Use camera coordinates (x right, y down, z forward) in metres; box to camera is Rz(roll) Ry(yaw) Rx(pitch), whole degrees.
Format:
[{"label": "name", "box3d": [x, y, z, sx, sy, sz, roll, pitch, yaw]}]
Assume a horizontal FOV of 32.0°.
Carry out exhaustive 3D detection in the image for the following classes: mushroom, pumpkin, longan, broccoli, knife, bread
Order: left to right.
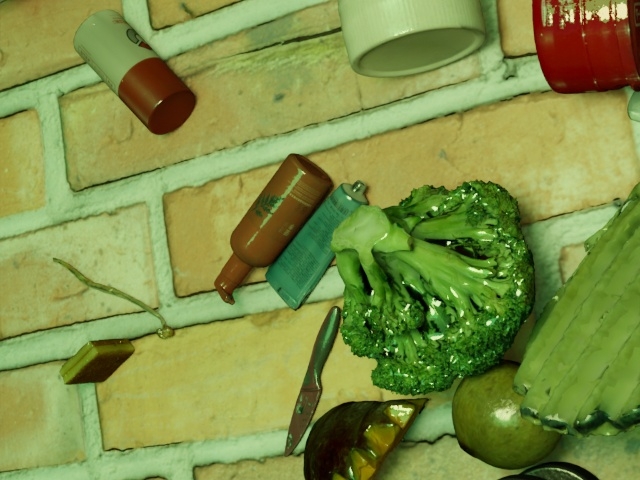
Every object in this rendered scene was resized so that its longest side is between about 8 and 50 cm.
[{"label": "bread", "box3d": [-0.364, 0.197, 1.823, 0.090, 0.094, 0.035, -43, 68, 22]}, {"label": "mushroom", "box3d": [-0.347, 0.088, 1.864, 0.286, 0.028, 0.026, 31, 144, 27]}, {"label": "knife", "box3d": [-0.010, 0.214, 1.676, 0.035, 0.018, 0.247, 21, 100, 25]}, {"label": "pumpkin", "box3d": [0.024, 0.300, 1.587, 0.149, 0.130, 0.254, 35, 105, 25]}, {"label": "broccoli", "box3d": [0.141, 0.049, 1.449, 0.307, 0.275, 0.308, -20, 53, 28]}, {"label": "longan", "box3d": [0.253, 0.217, 1.457, 0.176, 0.145, 0.155, -45, 46, -3]}]

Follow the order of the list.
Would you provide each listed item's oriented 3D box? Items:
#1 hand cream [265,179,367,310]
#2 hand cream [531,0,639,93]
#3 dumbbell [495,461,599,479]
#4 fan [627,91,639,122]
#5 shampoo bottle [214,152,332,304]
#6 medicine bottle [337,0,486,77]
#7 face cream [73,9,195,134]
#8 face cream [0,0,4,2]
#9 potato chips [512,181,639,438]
[{"label": "hand cream", "box3d": [0.000, 0.000, 1.672, 0.083, 0.048, 0.224, 48, 115, 23]}, {"label": "hand cream", "box3d": [0.352, -0.281, 1.410, 0.125, 0.193, 0.193, 1, 87, 30]}, {"label": "dumbbell", "box3d": [0.274, 0.361, 1.397, 0.152, 0.218, 0.153, -2, 85, 27]}, {"label": "fan", "box3d": [0.519, -0.128, 1.407, 0.282, 0.023, 0.057, 30, 100, 28]}, {"label": "shampoo bottle", "box3d": [-0.081, -0.016, 1.689, 0.085, 0.085, 0.244, 42, 106, 24]}, {"label": "medicine bottle", "box3d": [0.096, -0.431, 1.545, 0.211, 0.211, 0.372, -17, 79, 27]}, {"label": "face cream", "box3d": [-0.303, -0.274, 1.817, 0.214, 0.096, 0.096, 47, 108, 22]}, {"label": "face cream", "box3d": [-0.530, -0.598, 1.889, 0.312, 0.219, 0.357, 45, 104, 25]}, {"label": "potato chips", "box3d": [0.412, 0.069, 1.307, 0.429, 0.070, 0.358, -49, 30, -15]}]
